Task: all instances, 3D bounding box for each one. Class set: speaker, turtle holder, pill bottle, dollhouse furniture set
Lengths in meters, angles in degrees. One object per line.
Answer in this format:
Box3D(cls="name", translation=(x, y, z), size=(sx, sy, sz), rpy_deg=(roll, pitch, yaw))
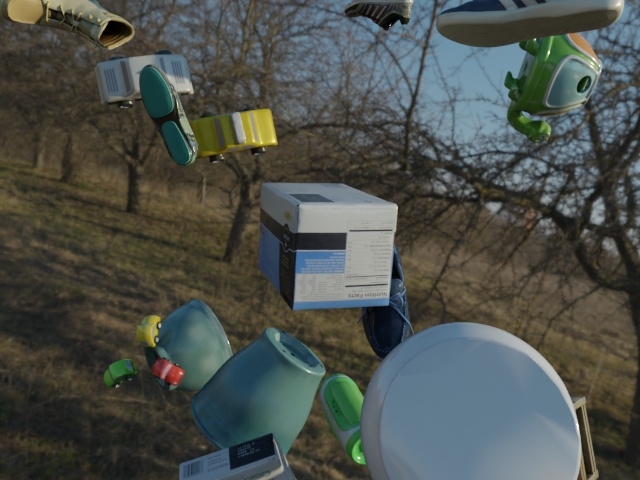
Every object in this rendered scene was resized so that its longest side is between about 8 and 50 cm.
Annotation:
Box3D(cls="speaker", translation=(0.090, 0.523, 1.697), size=(0.131, 0.131, 0.296), rpy_deg=(14, 15, -22))
Box3D(cls="turtle holder", translation=(0.675, -0.460, 1.681), size=(0.227, 0.320, 0.243), rpy_deg=(16, 6, 4))
Box3D(cls="pill bottle", translation=(0.167, 0.223, 0.684), size=(0.229, 0.229, 0.408), rpy_deg=(17, -12, 14))
Box3D(cls="dollhouse furniture set", translation=(0.334, 0.334, 0.938), size=(0.183, 0.129, 0.129), rpy_deg=(-13, -12, 36))

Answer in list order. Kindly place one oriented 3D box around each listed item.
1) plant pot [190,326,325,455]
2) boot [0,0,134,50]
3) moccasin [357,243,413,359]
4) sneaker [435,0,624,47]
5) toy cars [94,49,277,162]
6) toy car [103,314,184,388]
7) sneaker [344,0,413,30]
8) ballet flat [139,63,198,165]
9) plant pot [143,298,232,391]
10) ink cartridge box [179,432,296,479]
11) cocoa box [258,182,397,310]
Box3D(cls="plant pot", translation=(-0.131, 0.364, 1.385), size=(0.271, 0.255, 0.271), rpy_deg=(36, 6, -5))
Box3D(cls="boot", translation=(-0.619, -0.545, 1.403), size=(0.203, 0.095, 0.262), rpy_deg=(37, 33, 21))
Box3D(cls="moccasin", translation=(0.150, 0.131, 1.441), size=(0.137, 0.342, 0.117), rpy_deg=(-9, -37, 5))
Box3D(cls="sneaker", translation=(0.406, -0.486, 1.132), size=(0.350, 0.148, 0.131), rpy_deg=(2, -4, 24))
Box3D(cls="toy cars", translation=(-0.265, -0.280, 1.170), size=(0.393, 0.177, 0.087), rpy_deg=(30, -10, -15))
Box3D(cls="toy car", translation=(-0.535, 0.353, 1.651), size=(0.239, 0.225, 0.053), rpy_deg=(58, -3, 27))
Box3D(cls="sneaker", translation=(0.133, -0.516, 1.302), size=(0.170, 0.075, 0.063), rpy_deg=(4, 18, 27))
Box3D(cls="ballet flat", translation=(-0.278, -0.231, 1.054), size=(0.070, 0.188, 0.070), rpy_deg=(-15, 17, 5))
Box3D(cls="plant pot", translation=(-0.434, 0.355, 1.803), size=(0.196, 0.293, 0.293), rpy_deg=(-22, 28, -34))
Box3D(cls="ink cartridge box", translation=(-0.114, 0.518, 1.073), size=(0.175, 0.371, 0.069), rpy_deg=(-18, 33, -2))
Box3D(cls="cocoa box", translation=(0.000, 0.000, 1.321), size=(0.231, 0.228, 0.347), rpy_deg=(-1, 13, -18))
